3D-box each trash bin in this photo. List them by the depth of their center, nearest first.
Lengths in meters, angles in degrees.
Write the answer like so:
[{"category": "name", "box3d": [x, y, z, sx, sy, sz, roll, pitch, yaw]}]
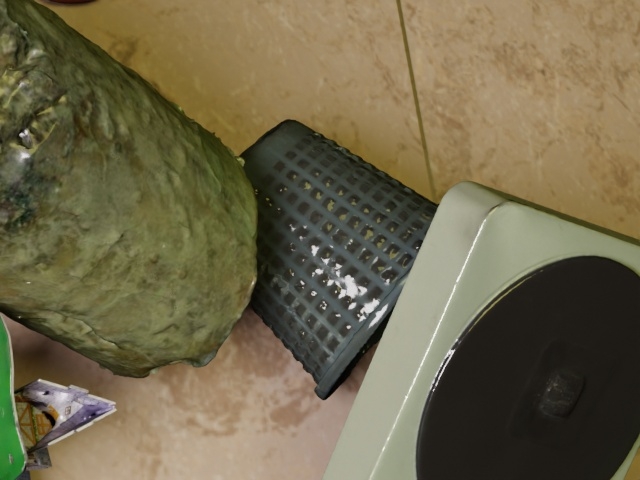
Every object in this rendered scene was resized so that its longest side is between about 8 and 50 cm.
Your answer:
[{"category": "trash bin", "box3d": [0.000, 0.000, 1.272, 0.161, 0.175, 0.175, 41, 54, 7]}]

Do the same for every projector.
[{"category": "projector", "box3d": [0.138, 0.104, 1.237, 0.257, 0.079, 0.259, 17, 100, -41]}]

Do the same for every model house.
[{"category": "model house", "box3d": [-0.212, 0.118, 1.108, 0.088, 0.167, 0.117, 8, 61, -47]}]

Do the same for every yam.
[{"category": "yam", "box3d": [-0.184, -0.044, 1.101, 0.300, 0.195, 0.195, 34, 50, -47]}]

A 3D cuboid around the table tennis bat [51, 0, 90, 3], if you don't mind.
[{"category": "table tennis bat", "box3d": [-0.179, -0.229, 1.359, 0.154, 0.019, 0.098, -1, 67, -26]}]
